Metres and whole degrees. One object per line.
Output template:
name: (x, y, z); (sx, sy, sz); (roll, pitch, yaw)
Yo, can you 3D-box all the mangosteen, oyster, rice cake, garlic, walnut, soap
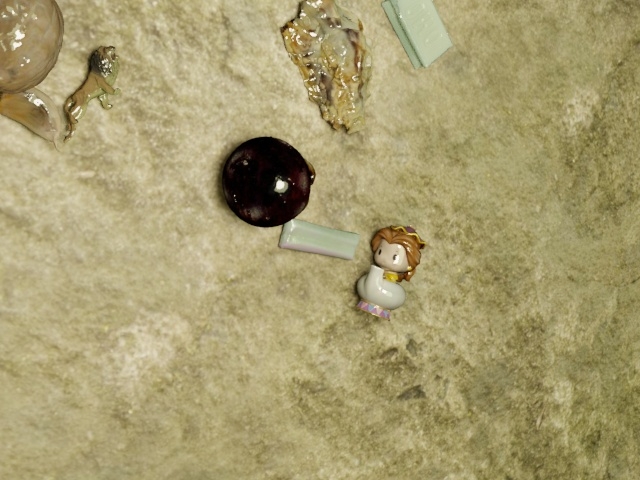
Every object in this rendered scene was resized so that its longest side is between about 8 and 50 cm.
mangosteen: (-0.105, -0.128, 1.419); (0.250, 0.211, 0.211); (15, 92, -60)
oyster: (0.048, -0.432, 1.489); (0.201, 0.107, 0.355); (-34, 114, -16)
rice cake: (0.001, -0.001, 1.580); (0.221, 0.042, 0.080); (12, 92, -31)
garlic: (-0.559, -0.255, 1.210); (0.152, 0.066, 0.084); (32, 110, -26)
walnut: (-0.571, -0.375, 1.102); (0.224, 0.224, 0.224); (-6, 102, -28)
soap: (0.255, -0.562, 1.600); (0.114, 0.063, 0.198); (-43, 116, -14)

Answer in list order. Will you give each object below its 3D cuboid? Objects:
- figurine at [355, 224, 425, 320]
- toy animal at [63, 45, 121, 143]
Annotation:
figurine: (0.188, 0.075, 1.646); (0.189, 0.142, 0.263); (29, 83, -62)
toy animal: (-0.461, -0.290, 1.254); (0.086, 0.069, 0.220); (27, 80, -9)
